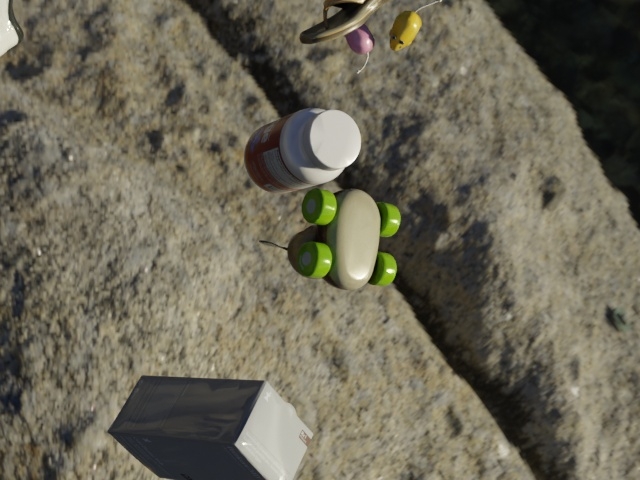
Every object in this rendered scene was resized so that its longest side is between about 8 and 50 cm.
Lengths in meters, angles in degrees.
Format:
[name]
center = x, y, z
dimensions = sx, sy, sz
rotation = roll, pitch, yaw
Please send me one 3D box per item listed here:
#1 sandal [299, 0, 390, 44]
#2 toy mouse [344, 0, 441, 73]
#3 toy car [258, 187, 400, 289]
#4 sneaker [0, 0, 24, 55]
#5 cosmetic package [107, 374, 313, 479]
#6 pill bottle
[sandal]
center = 0.041, -0.294, 1.204
dimensions = 0.180, 0.072, 0.049
rotation = -38, 114, -17
[toy mouse]
center = 0.074, -0.331, 1.441
dimensions = 0.143, 0.031, 0.161
rotation = 37, 101, 1
[toy car]
center = 0.000, 0.000, 1.492
dimensions = 0.155, 0.188, 0.149
rotation = 10, 83, -38
[sneaker]
center = -0.514, -0.363, 1.336
dimensions = 0.182, 0.127, 0.315
rotation = -40, 94, -31
[cosmetic package]
center = -0.144, 0.250, 1.283
dimensions = 0.127, 0.238, 0.107
rotation = 52, 52, -33
[pill bottle]
center = -0.028, -0.146, 1.583
dimensions = 0.121, 0.216, 0.121
rotation = 3, 84, -29
